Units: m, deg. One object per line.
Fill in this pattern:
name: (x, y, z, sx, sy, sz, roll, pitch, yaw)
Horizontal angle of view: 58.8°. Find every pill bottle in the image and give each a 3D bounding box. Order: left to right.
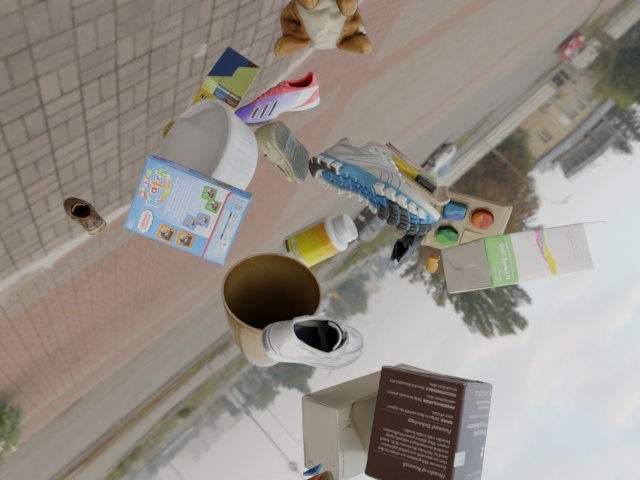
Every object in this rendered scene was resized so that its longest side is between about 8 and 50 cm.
pill bottle: (0.000, 0.000, 1.720, 0.215, 0.117, 0.117, -26, -179, 21)

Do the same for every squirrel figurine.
squirrel figurine: (0.015, -0.767, 1.624, 0.397, 0.281, 0.370, -81, 172, -49)

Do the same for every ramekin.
ramekin: (-0.274, -0.204, 1.412, 0.273, 0.273, 0.127, -44, 140, 18)

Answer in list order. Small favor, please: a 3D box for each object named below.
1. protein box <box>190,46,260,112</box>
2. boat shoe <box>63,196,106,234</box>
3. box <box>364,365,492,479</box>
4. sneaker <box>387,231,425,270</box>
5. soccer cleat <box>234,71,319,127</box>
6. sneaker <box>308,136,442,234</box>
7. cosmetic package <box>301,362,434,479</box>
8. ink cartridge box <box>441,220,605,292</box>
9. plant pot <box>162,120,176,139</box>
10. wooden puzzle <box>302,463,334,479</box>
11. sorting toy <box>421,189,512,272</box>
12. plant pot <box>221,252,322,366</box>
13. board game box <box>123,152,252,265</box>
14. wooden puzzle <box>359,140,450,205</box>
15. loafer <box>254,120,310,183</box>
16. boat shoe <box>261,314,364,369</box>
protein box: (-0.337, -0.520, 1.980, 0.201, 0.136, 0.199, -44, -160, 47)
boat shoe: (-0.623, -0.078, 1.480, 0.064, 0.178, 0.060, -44, 140, -20)
box: (0.206, 0.349, 1.056, 0.168, 0.167, 0.203, 22, 75, -55)
sneaker: (0.246, 0.010, 1.608, 0.170, 0.051, 0.089, -63, 156, -1)
soccer cleat: (-0.151, -0.471, 1.889, 0.318, 0.108, 0.116, -21, 139, -17)
sneaker: (0.080, -0.081, 0.726, 0.083, 0.191, 0.071, -46, 156, -23)
cosmetic package: (0.113, 0.383, 1.225, 0.309, 0.160, 0.113, -8, -172, -41)
ink cartridge box: (0.504, 0.041, 1.388, 0.354, 0.119, 0.207, -8, 173, -18)
plant pot: (-0.481, -0.357, 1.945, 0.134, 0.134, 0.095, -44, 144, 15)
wooden puzzle: (-0.014, 0.342, 0.771, 0.079, 0.014, 0.116, -18, -170, -13)
sorting toy: (0.427, -0.002, 1.732, 0.041, 0.229, 0.307, -68, 169, -51)
plant pot: (-0.132, 0.200, 1.423, 0.237, 0.237, 0.254, -39, 155, -36)
board game box: (-0.264, -0.059, 1.131, 0.039, 0.212, 0.160, -99, -147, -68)
wooden puzzle: (0.206, -0.174, 1.363, 0.044, 0.239, 0.221, -58, 179, 18)
loafer: (-0.111, -0.265, 1.693, 0.102, 0.092, 0.268, -66, 151, -21)
boat shoe: (0.012, 0.186, 1.042, 0.084, 0.095, 0.258, -27, 158, 36)
